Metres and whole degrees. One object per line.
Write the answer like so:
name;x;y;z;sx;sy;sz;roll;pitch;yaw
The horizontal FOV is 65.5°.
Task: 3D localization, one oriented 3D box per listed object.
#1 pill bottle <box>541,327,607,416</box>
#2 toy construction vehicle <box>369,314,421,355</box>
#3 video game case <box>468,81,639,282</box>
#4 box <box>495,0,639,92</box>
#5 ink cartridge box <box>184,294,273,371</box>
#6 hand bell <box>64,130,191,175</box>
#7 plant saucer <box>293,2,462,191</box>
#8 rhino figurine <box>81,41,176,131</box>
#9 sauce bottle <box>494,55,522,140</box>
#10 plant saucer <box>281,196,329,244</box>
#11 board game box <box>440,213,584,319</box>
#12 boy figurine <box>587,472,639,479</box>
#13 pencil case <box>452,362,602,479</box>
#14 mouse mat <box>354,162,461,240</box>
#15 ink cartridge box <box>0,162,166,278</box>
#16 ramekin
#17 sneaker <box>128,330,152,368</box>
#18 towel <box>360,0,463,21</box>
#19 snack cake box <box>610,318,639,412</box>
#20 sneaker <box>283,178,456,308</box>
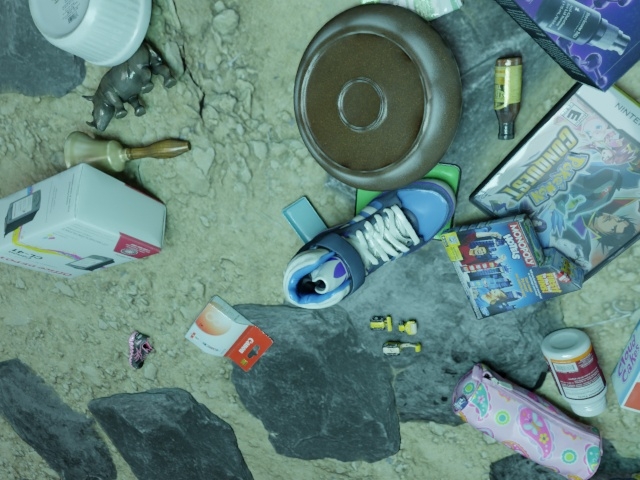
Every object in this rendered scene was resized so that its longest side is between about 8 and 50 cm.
pill bottle;0.478;0.248;0.930;0.086;0.086;0.152;-19;107;27
toy construction vehicle;0.160;0.199;1.057;0.098;0.035;0.085;-6;101;20
video game case;0.432;-0.091;0.813;0.248;0.035;0.274;38;121;-1
box;0.350;-0.325;0.654;0.207;0.108;0.153;35;114;-15
ink cartridge box;-0.225;0.238;1.206;0.179;0.045;0.145;40;122;1
hand bell;-0.389;-0.184;1.045;0.242;0.126;0.126;-7;112;9
plant saucer;0.075;-0.228;0.833;0.311;0.050;0.310;12;113;29
rhino figurine;-0.395;-0.297;0.991;0.243;0.073;0.106;-28;84;29
sauce bottle;0.298;-0.225;0.793;0.042;0.042;0.128;1;113;20
plant saucer;0.000;0.000;1.025;0.067;0.018;0.192;-30;102;29
board game box;0.338;0.040;0.866;0.194;0.060;0.194;-12;115;37
boy figurine;0.644;0.457;0.937;0.285;0.177;0.092;-24;68;19
pencil case;0.404;0.356;0.989;0.284;0.124;0.124;30;121;6
mouse mat;0.158;-0.080;0.935;0.190;0.007;0.152;11;117;16
ink cartridge box;-0.527;-0.027;1.074;0.307;0.226;0.131;-17;65;25
ramekin;-0.414;-0.426;0.882;0.207;0.109;0.207;3;96;26
sneaker;-0.477;0.298;1.329;0.057;0.047;0.119;9;119;3
towel;0.135;-0.394;0.783;0.152;0.023;0.113;-13;109;25
snack cake box;0.629;0.184;0.843;0.152;0.089;0.264;13;118;12
sneaker;0.081;0.020;0.865;0.323;0.236;0.130;-25;103;24
